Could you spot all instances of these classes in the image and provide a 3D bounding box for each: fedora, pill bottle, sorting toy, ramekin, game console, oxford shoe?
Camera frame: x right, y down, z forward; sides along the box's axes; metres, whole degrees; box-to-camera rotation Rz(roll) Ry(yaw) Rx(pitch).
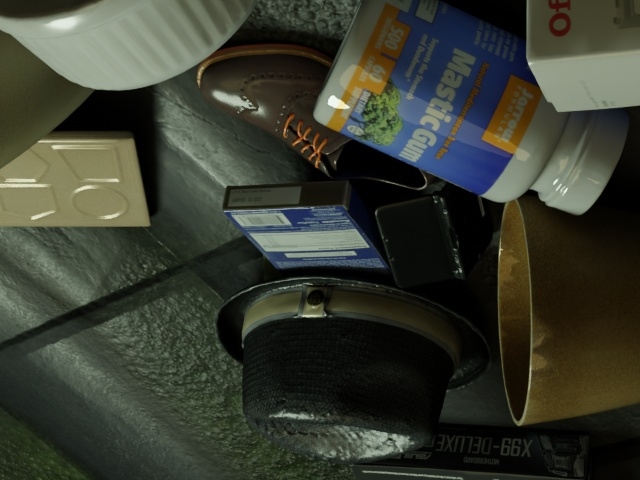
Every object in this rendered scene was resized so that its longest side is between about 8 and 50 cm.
[{"bbox_3d":[0.029,0.170,1.474,0.334,0.152,0.334,8,150,5],"label":"fedora"},{"bbox_3d":[0.143,-0.127,1.179,0.272,0.152,0.152,24,136,-4],"label":"pill bottle"},{"bbox_3d":[-0.297,-0.073,1.422,0.193,0.038,0.208,0,152,0],"label":"sorting toy"},{"bbox_3d":[-0.165,-0.252,1.096,0.273,0.272,0.127,-7,144,25],"label":"ramekin"},{"bbox_3d":[0.123,-0.019,1.342,0.071,0.107,0.122,14,140,33],"label":"game console"},{"bbox_3d":[-0.002,-0.124,1.272,0.271,0.098,0.097,15,136,5],"label":"oxford shoe"}]

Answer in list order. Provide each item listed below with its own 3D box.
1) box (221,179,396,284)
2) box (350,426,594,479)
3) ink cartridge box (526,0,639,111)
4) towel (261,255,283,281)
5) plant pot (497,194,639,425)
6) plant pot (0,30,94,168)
[{"bbox_3d":[0.000,0.000,1.364,0.136,0.036,0.225,-2,154,21],"label":"box"},{"bbox_3d":[0.214,0.353,1.687,0.307,0.076,0.242,1,134,18],"label":"box"},{"bbox_3d":[0.306,-0.221,0.973,0.283,0.207,0.117,-3,166,22],"label":"ink cartridge box"},{"bbox_3d":[0.001,0.027,1.475,0.148,0.027,0.110,8,136,11],"label":"towel"},{"bbox_3d":[0.322,0.066,1.284,0.254,0.237,0.237,-2,135,0],"label":"plant pot"},{"bbox_3d":[-0.350,-0.172,1.222,0.257,0.274,0.256,10,135,10],"label":"plant pot"}]
